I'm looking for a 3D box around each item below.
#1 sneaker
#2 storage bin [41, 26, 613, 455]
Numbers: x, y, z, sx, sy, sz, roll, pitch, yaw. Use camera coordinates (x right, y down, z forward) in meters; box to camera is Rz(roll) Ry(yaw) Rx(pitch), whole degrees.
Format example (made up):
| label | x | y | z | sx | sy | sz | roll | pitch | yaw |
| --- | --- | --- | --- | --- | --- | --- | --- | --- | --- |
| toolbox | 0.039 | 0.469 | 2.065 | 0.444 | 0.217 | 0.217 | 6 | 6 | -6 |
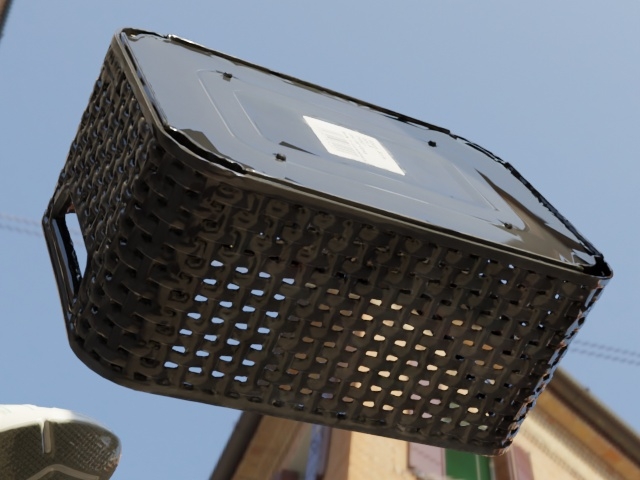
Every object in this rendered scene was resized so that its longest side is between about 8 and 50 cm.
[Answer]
| label | x | y | z | sx | sy | sz | roll | pitch | yaw |
| --- | --- | --- | --- | --- | --- | --- | --- | --- | --- |
| sneaker | -0.166 | 0.090 | 0.538 | 0.152 | 0.061 | 0.053 | 8 | -71 | -33 |
| storage bin | 0.000 | 0.000 | 0.434 | 0.180 | 0.122 | 0.084 | 16 | -67 | -28 |
